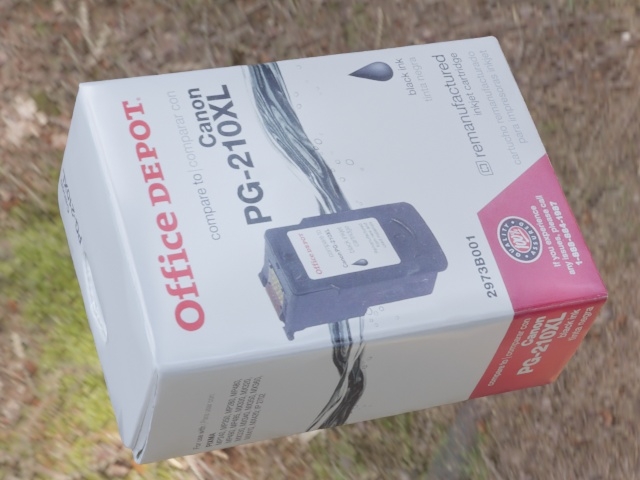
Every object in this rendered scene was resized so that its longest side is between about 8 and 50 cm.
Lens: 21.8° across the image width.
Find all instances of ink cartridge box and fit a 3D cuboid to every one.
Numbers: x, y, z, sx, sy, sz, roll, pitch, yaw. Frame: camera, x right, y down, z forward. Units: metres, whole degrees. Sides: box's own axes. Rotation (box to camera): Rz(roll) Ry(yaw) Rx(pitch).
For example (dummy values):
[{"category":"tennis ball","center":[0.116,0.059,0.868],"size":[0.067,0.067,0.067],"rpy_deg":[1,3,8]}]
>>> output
[{"category":"ink cartridge box","center":[0.000,0.000,0.859],"size":[0.237,0.100,0.172],"rpy_deg":[-9,60,-19]}]
